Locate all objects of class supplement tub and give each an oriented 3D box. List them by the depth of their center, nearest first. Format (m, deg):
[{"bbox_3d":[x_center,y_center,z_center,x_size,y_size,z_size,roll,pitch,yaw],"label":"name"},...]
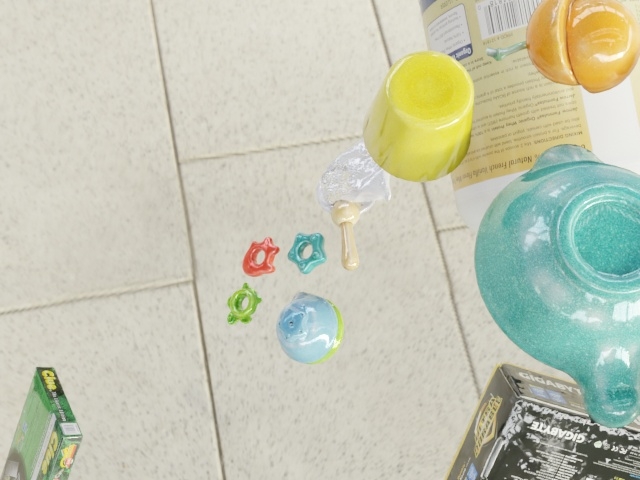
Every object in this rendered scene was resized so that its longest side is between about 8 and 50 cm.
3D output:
[{"bbox_3d":[0.229,-0.129,0.868,0.228,0.228,0.316,-9,88,-9],"label":"supplement tub"}]

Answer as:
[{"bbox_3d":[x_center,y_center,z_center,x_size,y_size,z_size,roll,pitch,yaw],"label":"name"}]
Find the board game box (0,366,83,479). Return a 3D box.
[{"bbox_3d":[-0.358,0.301,1.113,0.030,0.260,0.136,9,26,-34],"label":"board game box"}]

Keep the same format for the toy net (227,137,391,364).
[{"bbox_3d":[0.000,0.000,0.882,0.122,0.045,0.232,28,92,34],"label":"toy net"}]

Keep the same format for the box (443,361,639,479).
[{"bbox_3d":[0.284,0.287,0.916,0.322,0.079,0.257,17,109,-10],"label":"box"}]

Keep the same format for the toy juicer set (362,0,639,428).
[{"bbox_3d":[0.191,-0.006,0.538,0.209,0.089,0.329,-31,75,-12],"label":"toy juicer set"}]
